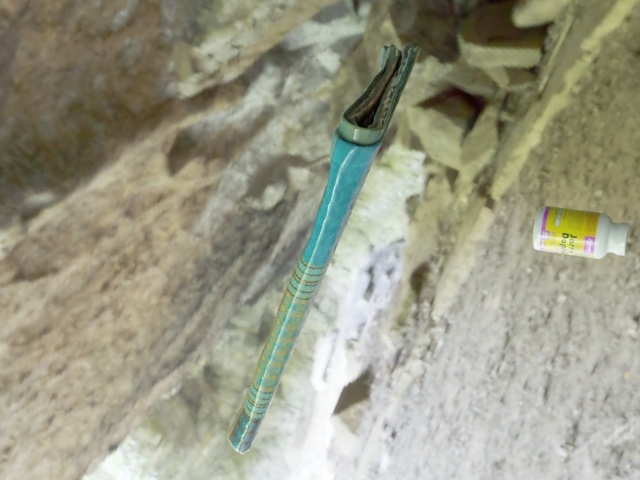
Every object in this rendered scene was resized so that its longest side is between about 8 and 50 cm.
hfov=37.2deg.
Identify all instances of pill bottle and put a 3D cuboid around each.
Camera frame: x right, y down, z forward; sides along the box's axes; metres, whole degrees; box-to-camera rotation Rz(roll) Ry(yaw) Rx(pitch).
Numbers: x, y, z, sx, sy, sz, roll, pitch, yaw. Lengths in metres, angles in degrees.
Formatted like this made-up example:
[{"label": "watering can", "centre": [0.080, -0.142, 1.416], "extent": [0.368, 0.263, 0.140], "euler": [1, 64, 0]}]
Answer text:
[{"label": "pill bottle", "centre": [0.245, -0.007, 0.892], "extent": [0.043, 0.083, 0.043], "euler": [8, -90, -69]}]

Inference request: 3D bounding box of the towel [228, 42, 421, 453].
[{"label": "towel", "centre": [0.000, 0.000, 0.953], "extent": [0.271, 0.040, 0.370], "euler": [-64, -4, -60]}]
